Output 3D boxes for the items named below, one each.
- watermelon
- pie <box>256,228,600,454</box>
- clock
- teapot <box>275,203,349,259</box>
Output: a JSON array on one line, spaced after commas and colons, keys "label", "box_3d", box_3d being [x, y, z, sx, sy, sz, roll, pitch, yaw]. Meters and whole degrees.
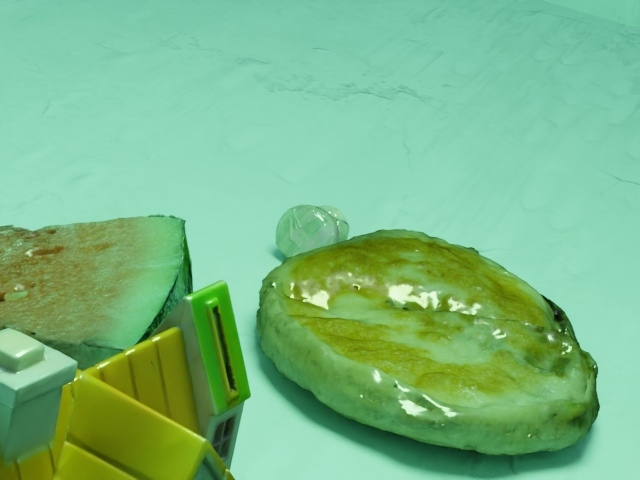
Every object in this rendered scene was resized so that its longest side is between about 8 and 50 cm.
[{"label": "watermelon", "box_3d": [-0.227, 0.065, 1.305, 0.256, 0.140, 0.193, 7, 27, 11]}, {"label": "pie", "box_3d": [0.099, 0.091, 1.456, 0.339, 0.077, 0.339, 11, 27, -6]}, {"label": "clock", "box_3d": [-0.131, 0.176, 0.842, 0.166, 0.310, 0.235, 23, 26, 25]}, {"label": "teapot", "box_3d": [0.000, 0.000, 1.638, 0.083, 0.064, 0.064, 53, 25, 8]}]
